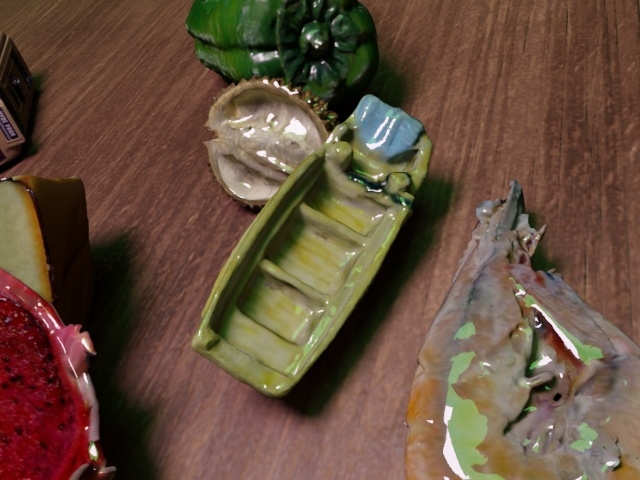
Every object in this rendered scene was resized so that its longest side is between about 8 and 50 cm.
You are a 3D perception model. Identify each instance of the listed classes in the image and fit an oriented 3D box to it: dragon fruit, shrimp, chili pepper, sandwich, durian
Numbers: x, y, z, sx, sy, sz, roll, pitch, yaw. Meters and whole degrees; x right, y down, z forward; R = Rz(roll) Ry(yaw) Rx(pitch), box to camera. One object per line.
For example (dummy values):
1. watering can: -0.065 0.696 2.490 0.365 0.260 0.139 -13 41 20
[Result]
1. dragon fruit: -0.244 0.110 0.397 0.274 0.161 0.126 45 114 16
2. shrimp: 0.151 0.073 0.420 0.164 0.062 0.317 4 52 19
3. chili pepper: -0.057 -0.258 0.771 0.213 0.167 0.385 -14 29 -14
4. sandwich: -0.296 0.056 0.555 0.155 0.227 0.198 -3 6 -9
5. durian: -0.030 -0.097 0.625 0.188 0.148 0.091 31 33 17

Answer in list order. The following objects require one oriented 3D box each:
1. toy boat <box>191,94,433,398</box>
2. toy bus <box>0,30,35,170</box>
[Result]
1. toy boat: -0.001 0.001 0.510 0.111 0.084 0.276 32 64 0
2. toy bus: -0.536 -0.212 0.929 0.157 0.139 0.289 -19 39 -5
